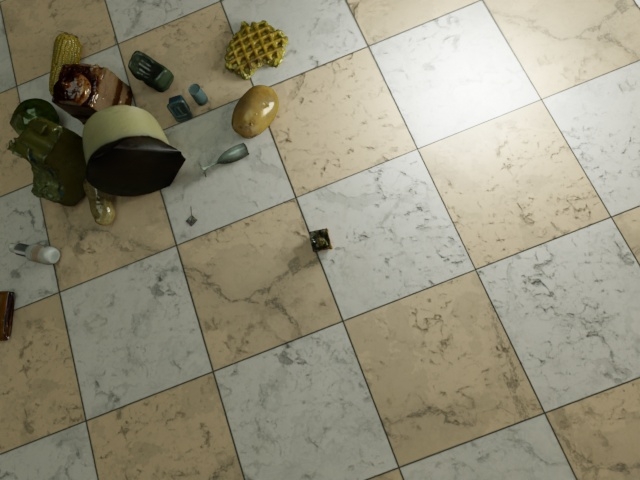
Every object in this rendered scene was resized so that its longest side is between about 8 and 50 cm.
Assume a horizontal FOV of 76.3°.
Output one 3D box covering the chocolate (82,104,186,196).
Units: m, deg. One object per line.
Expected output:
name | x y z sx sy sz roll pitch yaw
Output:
chocolate | -0.723 -0.358 1.523 0.314 0.326 0.296 -10 74 -41

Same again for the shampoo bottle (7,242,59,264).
shampoo bottle | -1.135 0.047 1.610 0.192 0.074 0.074 9 79 11

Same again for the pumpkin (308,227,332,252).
pumpkin | 0.000 0.000 1.493 0.074 0.054 0.083 -14 81 8

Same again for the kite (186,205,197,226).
kite | -0.513 -0.092 1.601 0.044 0.002 0.078 -28 77 0

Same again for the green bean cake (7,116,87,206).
green bean cake | -1.032 -0.300 1.554 0.202 0.310 0.285 28 80 10

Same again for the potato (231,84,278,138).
potato | -0.255 -0.509 1.602 0.150 0.146 0.233 30 81 -18

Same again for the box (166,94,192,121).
box | -0.576 -0.544 1.665 0.074 0.099 0.054 -18 61 2

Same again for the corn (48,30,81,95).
corn | -1.116 -0.758 1.773 0.106 0.106 0.305 2 78 7

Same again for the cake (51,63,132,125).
cake | -0.915 -0.584 1.615 0.196 0.293 0.198 10 83 9

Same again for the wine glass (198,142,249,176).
wine glass | -0.377 -0.319 1.607 0.198 0.066 0.066 -25 76 0

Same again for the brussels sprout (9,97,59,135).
brussels sprout | -1.199 -0.509 1.712 0.181 0.144 0.161 -25 110 -11

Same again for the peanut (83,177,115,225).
peanut | -0.874 -0.160 1.614 0.100 0.099 0.214 -19 76 2

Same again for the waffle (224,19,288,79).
waffle | -0.269 -0.798 1.706 0.291 0.051 0.291 -2 76 9

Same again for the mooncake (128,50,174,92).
mooncake | -0.697 -0.694 1.677 0.175 0.168 0.104 29 84 28

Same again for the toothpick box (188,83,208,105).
toothpick box | -0.502 -0.598 1.671 0.052 0.083 0.052 -2 77 7

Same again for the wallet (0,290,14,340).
wallet | -1.279 0.296 1.592 0.161 0.042 0.195 -4 79 11
